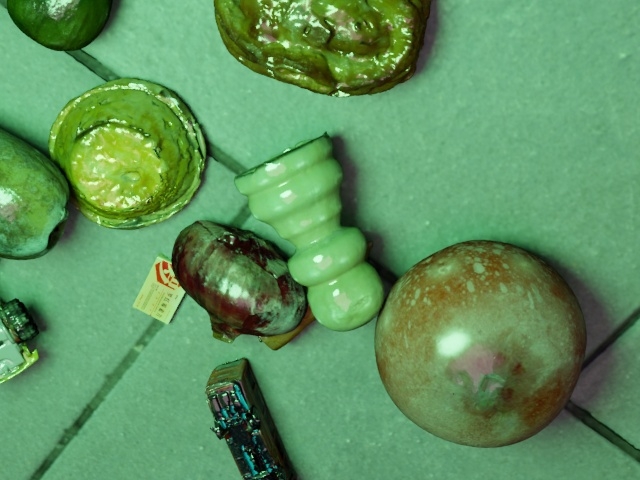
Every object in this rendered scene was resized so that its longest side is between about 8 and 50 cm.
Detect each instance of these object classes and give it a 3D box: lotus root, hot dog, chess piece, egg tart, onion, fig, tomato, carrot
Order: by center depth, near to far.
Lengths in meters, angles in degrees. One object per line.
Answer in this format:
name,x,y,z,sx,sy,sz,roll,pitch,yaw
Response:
hot dog,-0.003,-0.264,1.108,0.259,0.114,0.175,10,114,1
fig,-0.292,-0.311,1.123,0.117,0.117,0.177,32,118,-8
chess piece,0.000,0.000,1.193,0.133,0.133,0.243,-24,98,16
tomato,0.200,0.137,1.204,0.270,0.227,0.270,2,112,5
lotus root,-0.469,-0.088,1.214,0.322,0.140,0.158,31,148,5
egg tart,-0.255,-0.103,1.229,0.212,0.090,0.212,1,115,2
onion,-0.119,0.060,1.239,0.206,0.098,0.151,24,91,15
carrot,-0.006,0.064,1.290,0.205,0.072,0.072,-41,104,13

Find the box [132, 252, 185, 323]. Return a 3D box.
box,-0.221,0.069,1.338,0.058,0.015,0.093,27,115,-7

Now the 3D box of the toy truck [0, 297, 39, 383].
toy truck,-0.503,0.071,1.320,0.136,0.111,0.286,-30,100,-15

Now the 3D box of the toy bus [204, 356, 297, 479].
toy bus,-0.096,0.290,1.379,0.073,0.096,0.235,-16,111,13
